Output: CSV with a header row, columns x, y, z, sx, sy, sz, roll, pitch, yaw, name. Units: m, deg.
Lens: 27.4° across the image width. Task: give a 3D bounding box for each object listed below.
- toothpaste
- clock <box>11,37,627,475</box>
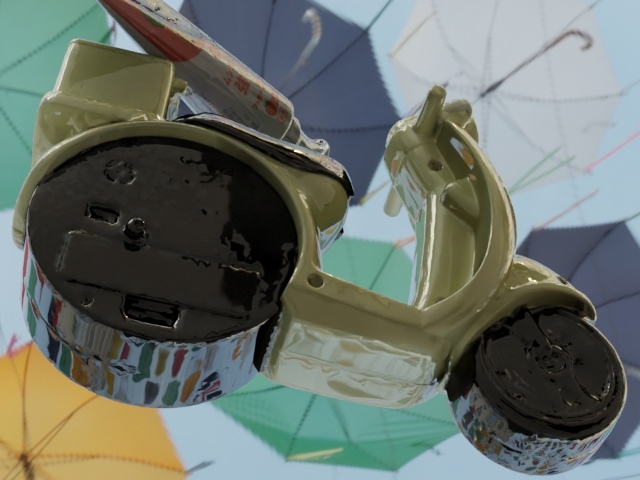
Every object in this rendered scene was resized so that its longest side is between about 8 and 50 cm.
x,y,z,sx,sy,sz,roll,pitch,yaw,name
-0.089,-0.122,0.925,0.057,0.089,0.234,-42,-60,13,toothpaste
0.000,0.000,0.836,0.379,0.120,0.276,12,-133,-10,clock
